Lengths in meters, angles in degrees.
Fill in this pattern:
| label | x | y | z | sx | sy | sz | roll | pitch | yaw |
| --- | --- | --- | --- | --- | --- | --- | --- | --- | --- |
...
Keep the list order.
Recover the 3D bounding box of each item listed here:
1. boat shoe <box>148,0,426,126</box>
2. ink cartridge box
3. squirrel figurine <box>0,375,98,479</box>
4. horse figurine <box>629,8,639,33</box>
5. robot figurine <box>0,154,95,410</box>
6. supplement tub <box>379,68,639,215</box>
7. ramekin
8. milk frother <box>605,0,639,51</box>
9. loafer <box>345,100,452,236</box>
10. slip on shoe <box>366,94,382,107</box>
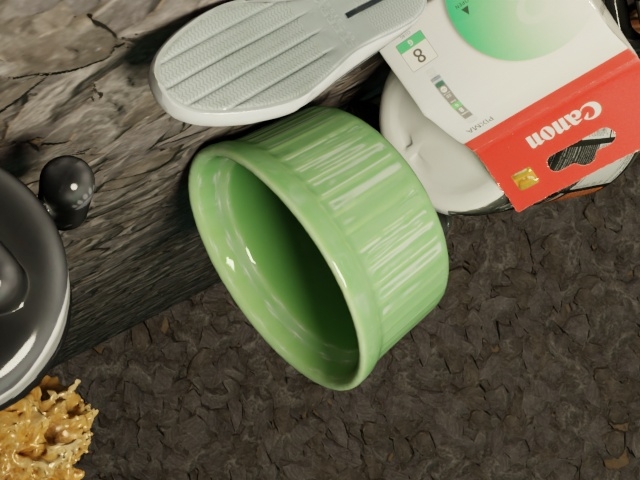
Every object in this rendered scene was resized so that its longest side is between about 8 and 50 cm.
| label | x | y | z | sx | sy | sz | roll | pitch | yaw |
| --- | --- | --- | --- | --- | --- | --- | --- | --- | --- |
| boat shoe | -0.021 | -0.127 | 0.632 | 0.226 | 0.083 | 0.076 | -26 | 175 | -29 |
| ink cartridge box | 0.183 | -0.141 | 0.807 | 0.181 | 0.224 | 0.056 | -30 | -168 | 34 |
| squirrel figurine | -0.372 | 0.230 | 0.895 | 0.281 | 0.370 | 0.397 | -25 | 176 | -28 |
| horse figurine | 0.512 | -0.350 | 1.502 | 0.174 | 0.066 | 0.263 | -22 | -178 | 31 |
| robot figurine | -0.256 | 0.035 | 0.602 | 0.209 | 0.173 | 0.278 | -2 | 170 | -15 |
| supplement tub | 0.243 | -0.144 | 1.042 | 0.207 | 0.207 | 0.338 | -30 | 168 | 40 |
| ramekin | 0.000 | 0.000 | 1.001 | 0.148 | 0.303 | 0.303 | -33 | 179 | -25 |
| milk frother | 0.420 | -0.292 | 1.056 | 0.143 | 0.134 | 0.129 | -24 | -162 | -15 |
| loafer | 0.078 | -0.075 | 1.070 | 0.076 | 0.223 | 0.078 | 0 | 140 | -35 |
| slip on shoe | 0.103 | -0.142 | 1.207 | 0.331 | 0.101 | 0.123 | -25 | 178 | -2 |
